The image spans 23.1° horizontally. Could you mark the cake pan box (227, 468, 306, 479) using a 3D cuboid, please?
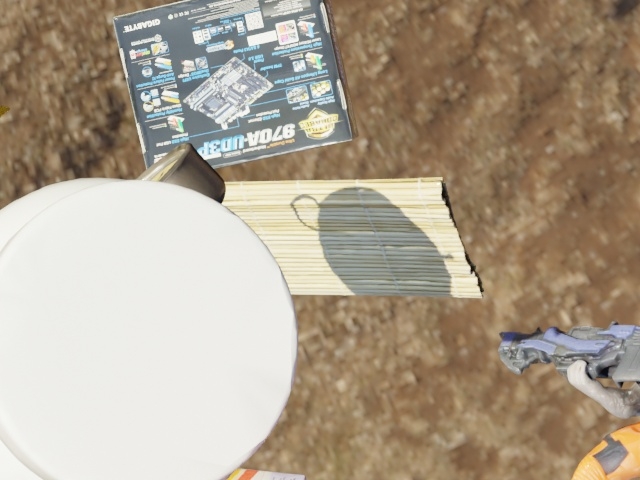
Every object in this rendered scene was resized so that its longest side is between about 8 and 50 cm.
[{"bbox_3d":[-0.162,0.396,1.977,0.246,0.267,0.070,3,127,17],"label":"cake pan box"}]

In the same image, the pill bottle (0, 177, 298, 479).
[{"bbox_3d":[-0.112,0.059,0.756,0.162,0.162,0.278,-3,173,-19],"label":"pill bottle"}]

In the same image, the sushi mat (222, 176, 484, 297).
[{"bbox_3d":[0.000,0.000,1.547,0.317,0.019,0.151,0,134,31],"label":"sushi mat"}]

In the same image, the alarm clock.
[{"bbox_3d":[-0.134,-0.023,1.290,0.129,0.192,0.064,-39,106,15],"label":"alarm clock"}]

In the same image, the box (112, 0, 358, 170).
[{"bbox_3d":[-0.086,-0.166,1.600,0.220,0.051,0.175,-12,95,9],"label":"box"}]

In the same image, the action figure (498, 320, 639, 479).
[{"bbox_3d":[0.336,0.192,1.652,0.178,0.341,0.330,46,63,-36],"label":"action figure"}]

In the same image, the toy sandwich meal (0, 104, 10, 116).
[{"bbox_3d":[-0.322,-0.098,1.477,0.029,0.085,0.085,33,112,-26],"label":"toy sandwich meal"}]
